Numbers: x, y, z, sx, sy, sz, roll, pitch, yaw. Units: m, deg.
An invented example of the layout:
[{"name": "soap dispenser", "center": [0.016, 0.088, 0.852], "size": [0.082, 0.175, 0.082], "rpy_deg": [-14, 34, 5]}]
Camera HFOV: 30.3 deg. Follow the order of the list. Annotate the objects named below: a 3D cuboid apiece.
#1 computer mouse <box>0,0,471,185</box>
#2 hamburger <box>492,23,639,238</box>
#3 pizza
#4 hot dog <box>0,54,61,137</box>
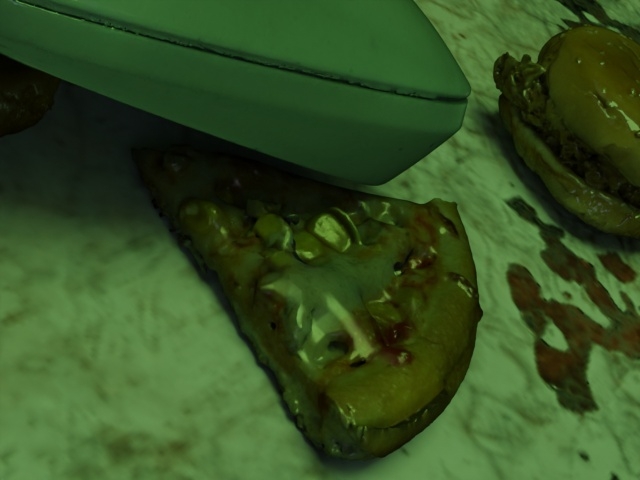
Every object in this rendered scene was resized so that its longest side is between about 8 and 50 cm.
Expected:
[{"name": "computer mouse", "center": [-0.048, -0.107, 0.498], "size": [0.288, 0.097, 0.159], "rpy_deg": [18, 18, -46]}, {"name": "hamburger", "center": [0.181, -0.068, 0.722], "size": [0.147, 0.083, 0.138], "rpy_deg": [5, 42, -42]}, {"name": "pizza", "center": [0.000, 0.000, 0.525], "size": [0.176, 0.036, 0.184], "rpy_deg": [41, 34, 5]}, {"name": "hot dog", "center": [-0.174, -0.039, 0.407], "size": [0.066, 0.047, 0.215], "rpy_deg": [16, 22, 23]}]
